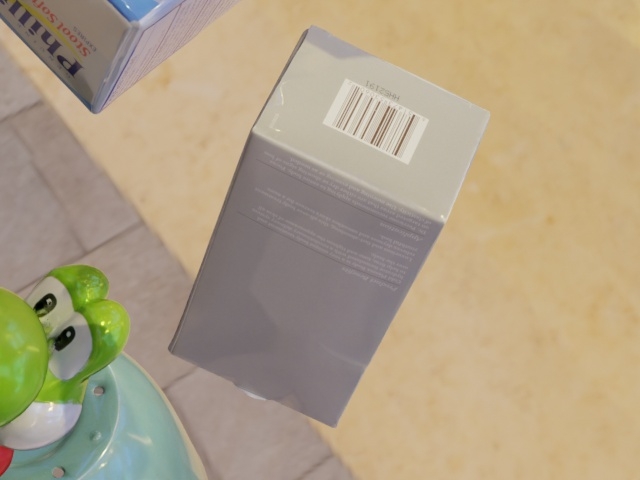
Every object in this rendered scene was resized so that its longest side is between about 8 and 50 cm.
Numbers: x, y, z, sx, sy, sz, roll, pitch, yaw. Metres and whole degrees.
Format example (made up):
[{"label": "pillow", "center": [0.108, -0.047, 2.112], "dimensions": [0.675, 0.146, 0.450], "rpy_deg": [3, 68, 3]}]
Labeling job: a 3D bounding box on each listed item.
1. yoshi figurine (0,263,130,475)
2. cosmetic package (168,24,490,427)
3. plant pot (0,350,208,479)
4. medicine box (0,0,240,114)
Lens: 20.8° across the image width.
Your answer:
[{"label": "yoshi figurine", "center": [-0.308, 0.143, 1.324], "dimensions": [0.203, 0.362, 0.203], "rpy_deg": [43, 19, -13]}, {"label": "cosmetic package", "center": [0.000, 0.000, 1.074], "dimensions": [0.127, 0.238, 0.107], "rpy_deg": [26, 53, -1]}, {"label": "plant pot", "center": [-0.260, 0.213, 1.642], "dimensions": [0.293, 0.235, 0.293], "rpy_deg": [-2, 56, 3]}, {"label": "medicine box", "center": [-0.157, -0.296, 1.389], "dimensions": [0.263, 0.149, 0.289], "rpy_deg": [46, 57, 2]}]
